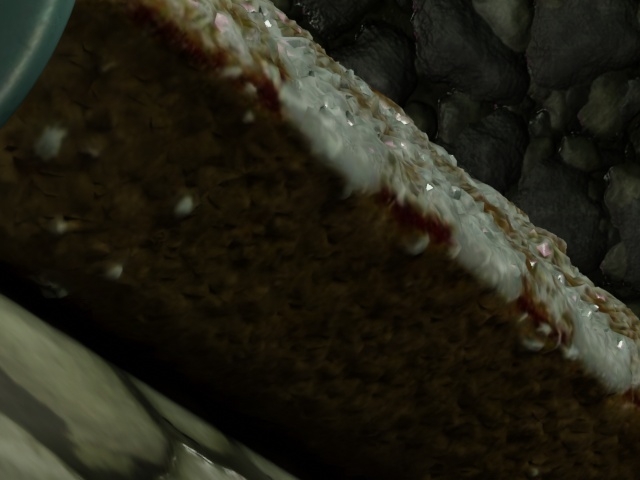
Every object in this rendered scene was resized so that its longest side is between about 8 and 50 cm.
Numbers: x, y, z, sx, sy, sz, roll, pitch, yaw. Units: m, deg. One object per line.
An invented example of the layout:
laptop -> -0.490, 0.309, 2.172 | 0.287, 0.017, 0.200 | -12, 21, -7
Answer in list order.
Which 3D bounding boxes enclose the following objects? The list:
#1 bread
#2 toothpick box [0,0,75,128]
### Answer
bread -> 0.000, 0.000, 0.632 | 0.416, 0.113, 0.165 | 37, 8, -44
toothpick box -> -0.134, -0.087, 0.330 | 0.184, 0.120, 0.120 | 42, 4, 38
